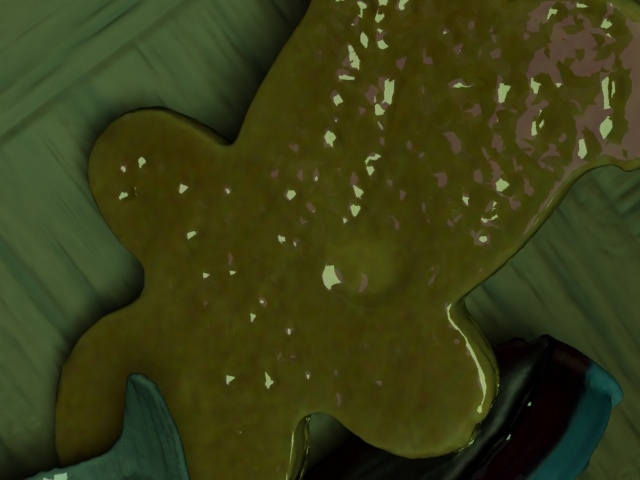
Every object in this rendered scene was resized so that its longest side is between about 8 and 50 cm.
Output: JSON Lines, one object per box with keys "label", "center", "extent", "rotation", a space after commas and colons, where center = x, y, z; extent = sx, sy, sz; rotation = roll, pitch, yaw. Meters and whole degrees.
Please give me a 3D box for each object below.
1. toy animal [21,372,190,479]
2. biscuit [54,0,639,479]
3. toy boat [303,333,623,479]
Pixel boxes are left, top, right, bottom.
{"label": "toy animal", "center": [-0.160, 0.157, 0.838], "extent": [0.239, 0.176, 0.255], "rotation": [-17, 81, 5]}
{"label": "biscuit", "center": [0.000, 0.000, 0.848], "extent": [0.216, 0.047, 0.340], "rotation": [35, 104, 7]}
{"label": "toy boat", "center": [0.055, 0.135, 0.888], "extent": [0.223, 0.100, 0.097], "rotation": [-38, 129, -5]}
